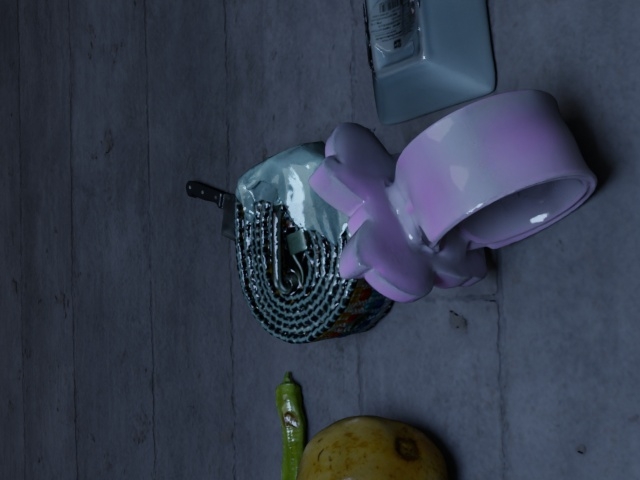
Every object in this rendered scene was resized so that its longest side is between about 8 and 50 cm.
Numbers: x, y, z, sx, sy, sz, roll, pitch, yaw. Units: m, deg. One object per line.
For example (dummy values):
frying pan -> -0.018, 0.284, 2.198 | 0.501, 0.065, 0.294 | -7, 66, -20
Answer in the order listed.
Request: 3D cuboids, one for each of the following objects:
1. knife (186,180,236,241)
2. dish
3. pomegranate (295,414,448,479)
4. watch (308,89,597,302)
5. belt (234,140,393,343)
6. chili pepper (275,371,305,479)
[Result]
knife -> -0.134, -0.035, 1.324 | 0.245, 0.019, 0.072 | 23, 107, 41
dish -> 0.107, -0.279, 1.038 | 0.181, 0.080, 0.243 | -12, 82, 44
pomegranate -> 0.054, 0.303, 1.021 | 0.196, 0.196, 0.196 | 0, 89, 45
watch -> 0.147, -0.067, 0.880 | 0.217, 0.248, 0.211 | -37, 64, 36
belt -> 0.000, 0.000, 1.096 | 0.207, 0.150, 0.258 | 0, 91, 37
chili pepper -> -0.042, 0.294, 1.212 | 0.048, 0.043, 0.208 | 0, 90, 33
